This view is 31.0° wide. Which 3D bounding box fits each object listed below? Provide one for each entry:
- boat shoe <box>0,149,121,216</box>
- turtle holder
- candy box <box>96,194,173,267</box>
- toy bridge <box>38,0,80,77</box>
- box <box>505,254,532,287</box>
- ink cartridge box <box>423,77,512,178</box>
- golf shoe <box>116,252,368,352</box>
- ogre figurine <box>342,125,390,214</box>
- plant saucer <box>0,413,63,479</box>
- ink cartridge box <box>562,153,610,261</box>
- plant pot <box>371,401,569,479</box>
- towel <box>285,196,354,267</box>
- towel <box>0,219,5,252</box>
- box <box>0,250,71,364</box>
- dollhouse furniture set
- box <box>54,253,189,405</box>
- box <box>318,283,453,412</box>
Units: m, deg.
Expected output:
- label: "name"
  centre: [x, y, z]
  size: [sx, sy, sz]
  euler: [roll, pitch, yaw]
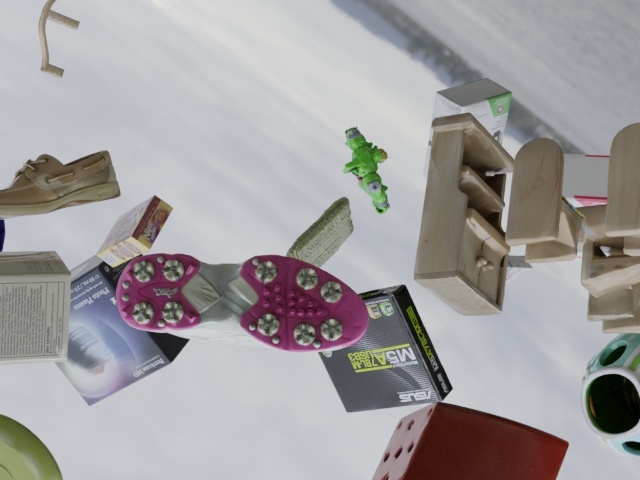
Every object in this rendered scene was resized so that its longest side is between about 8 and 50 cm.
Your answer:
- label: "boat shoe"
  centre: [-0.534, -0.107, 2.194]
  size: [0.122, 0.110, 0.341]
  euler: [-5, -173, 38]
- label: "turtle holder"
  centre: [0.576, 0.257, 1.885]
  size: [0.227, 0.243, 0.320]
  euler: [-5, -168, -37]
- label: "candy box"
  centre: [-0.383, -0.017, 2.371]
  size: [0.053, 0.109, 0.187]
  euler: [37, 151, -19]
- label: "toy bridge"
  centre: [-0.436, -0.372, 1.934]
  size: [0.063, 0.188, 0.026]
  euler: [18, 180, -37]
- label: "box"
  centre: [0.349, 0.084, 2.410]
  size: [0.038, 0.145, 0.186]
  euler: [58, -158, 17]
- label: "ink cartridge box"
  centre: [0.328, -0.235, 2.579]
  size: [0.160, 0.219, 0.092]
  euler: [-20, -140, -33]
- label: "golf shoe"
  centre: [-0.089, 0.079, 1.415]
  size: [0.306, 0.115, 0.140]
  euler: [9, 167, 9]
- label: "ogre figurine"
  centre: [0.097, -0.157, 2.459]
  size: [0.097, 0.197, 0.118]
  euler: [-2, 172, 5]
- label: "plant saucer"
  centre: [-0.579, 0.426, 2.113]
  size: [0.241, 0.241, 0.037]
  euler: [39, -143, 4]
- label: "ink cartridge box"
  centre: [0.505, -0.052, 2.096]
  size: [0.172, 0.100, 0.237]
  euler: [5, 152, 30]
- label: "plant pot"
  centre: [0.234, 0.428, 2.022]
  size: [0.236, 0.267, 0.267]
  euler: [32, 154, -6]
- label: "towel"
  centre: [0.000, 0.000, 1.924]
  size: [0.027, 0.148, 0.110]
  euler: [36, 159, 24]
- label: "towel"
  centre: [-0.766, 0.067, 2.507]
  size: [0.076, 0.227, 0.308]
  euler: [18, 158, -30]
- label: "box"
  centre: [-0.527, 0.099, 1.660]
  size: [0.311, 0.148, 0.121]
  euler: [1, -164, -25]
- label: "dollhouse furniture set"
  centre: [0.353, -0.047, 1.610]
  size: [0.394, 0.256, 0.362]
  euler: [-6, 154, 34]
- label: "box"
  centre: [-0.509, 0.197, 2.778]
  size: [0.294, 0.296, 0.183]
  euler: [54, -151, -13]
- label: "box"
  centre: [0.083, 0.167, 1.747]
  size: [0.045, 0.191, 0.184]
  euler: [-36, -73, -48]
